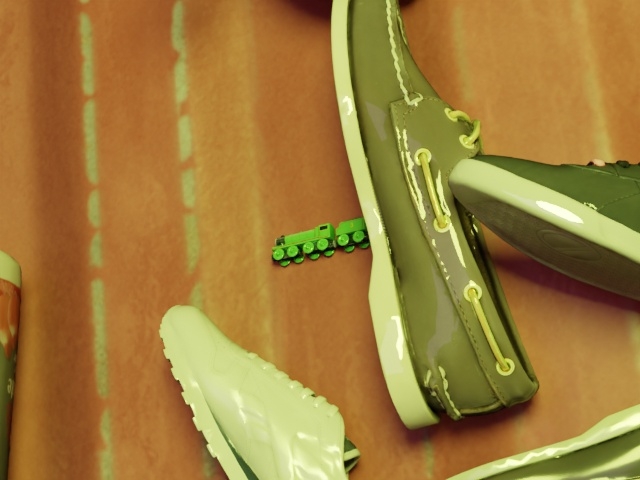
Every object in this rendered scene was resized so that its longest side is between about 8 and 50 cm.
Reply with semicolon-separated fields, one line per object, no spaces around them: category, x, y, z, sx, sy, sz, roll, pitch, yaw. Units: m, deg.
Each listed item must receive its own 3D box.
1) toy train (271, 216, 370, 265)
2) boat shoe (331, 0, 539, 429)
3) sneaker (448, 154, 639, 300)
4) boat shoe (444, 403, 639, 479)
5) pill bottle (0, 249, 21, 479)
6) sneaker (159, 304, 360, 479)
toy train;0.000;0.000;0.942;0.083;0.017;0.024;-12;62;20
boat shoe;0.076;-0.035;0.868;0.096;0.116;0.324;-13;76;15
sneaker;0.237;-0.036;0.783;0.295;0.104;0.147;19;80;5
boat shoe;0.150;0.172;0.797;0.227;0.081;0.069;-25;64;13
pill bottle;-0.330;0.164;0.951;0.176;0.176;0.319;-5;74;22
sneaker;-0.035;0.135;0.895;0.095;0.090;0.235;-34;69;-2
